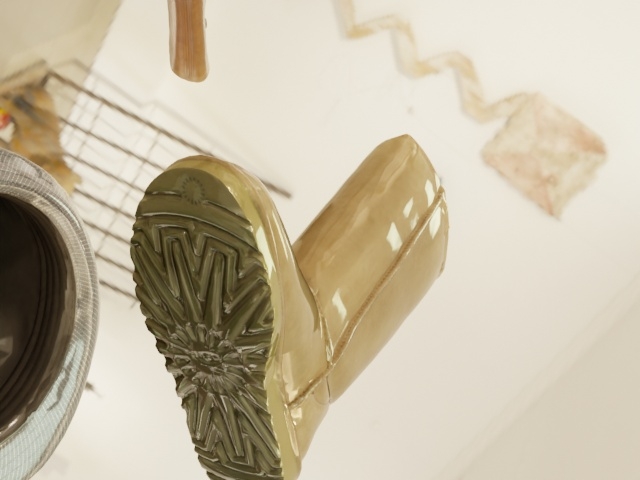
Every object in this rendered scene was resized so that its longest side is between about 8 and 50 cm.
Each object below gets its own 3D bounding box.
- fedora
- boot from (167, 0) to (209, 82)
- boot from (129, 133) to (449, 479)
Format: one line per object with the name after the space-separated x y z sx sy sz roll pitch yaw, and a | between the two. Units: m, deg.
-0.281 0.052 0.671 0.244 0.124 0.275 -21 127 -42 | fedora
-0.107 -0.323 0.865 0.280 0.096 0.264 93 -7 -66 | boot
0.000 0.000 0.623 0.269 0.089 0.236 -48 144 -47 | boot
